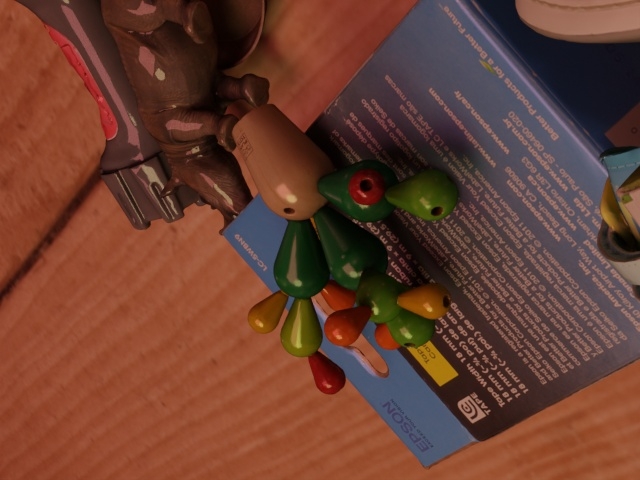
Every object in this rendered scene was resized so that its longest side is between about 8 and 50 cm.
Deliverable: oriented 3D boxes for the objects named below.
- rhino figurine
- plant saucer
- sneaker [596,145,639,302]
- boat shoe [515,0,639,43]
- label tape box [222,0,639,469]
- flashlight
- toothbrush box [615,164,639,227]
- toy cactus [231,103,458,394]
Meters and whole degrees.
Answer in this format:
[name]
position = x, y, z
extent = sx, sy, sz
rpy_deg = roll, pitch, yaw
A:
[rhino figurine]
position = -0.095, -0.105, 0.928
extent = 0.106, 0.073, 0.243
rpy_deg = 15, 133, 33
[plant saucer]
position = -0.098, -0.207, 0.926
extent = 0.168, 0.029, 0.168
rpy_deg = 28, 140, 27
[sneaker]
position = 0.193, 0.064, 0.585
extent = 0.208, 0.319, 0.127
rpy_deg = 27, 166, -20
[boat shoe]
position = 0.133, -0.161, 0.526
extent = 0.118, 0.320, 0.103
rpy_deg = -8, 116, 8
[label tape box]
position = 0.104, -0.011, 0.820
extent = 0.240, 0.106, 0.334
rpy_deg = 50, 145, 2
[flashlight]
position = -0.195, -0.153, 1.018
extent = 0.304, 0.103, 0.103
rpy_deg = 64, 170, -20
[toothbrush box]
position = 0.277, -0.025, 0.479
extent = 0.206, 0.283, 0.122
rpy_deg = 53, 145, -4
[toy cactus]
position = 0.000, 0.000, 0.780
extent = 0.180, 0.112, 0.219
rpy_deg = 54, 154, 12
